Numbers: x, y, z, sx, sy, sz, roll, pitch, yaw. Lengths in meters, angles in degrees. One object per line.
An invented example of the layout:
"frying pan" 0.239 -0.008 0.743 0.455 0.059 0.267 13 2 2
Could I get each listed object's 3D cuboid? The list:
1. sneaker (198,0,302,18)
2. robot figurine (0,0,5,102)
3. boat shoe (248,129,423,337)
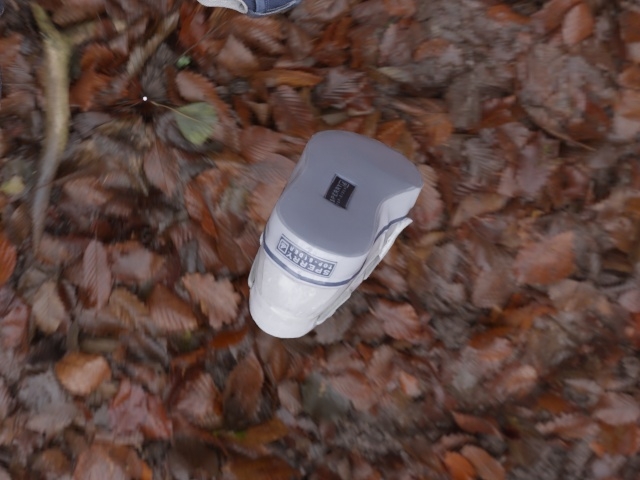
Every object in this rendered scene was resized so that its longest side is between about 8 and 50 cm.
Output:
"sneaker" -0.048 -0.258 0.754 0.163 0.086 0.226 -20 92 -5
"robot figurine" -0.331 -0.103 0.808 0.209 0.278 0.173 0 82 -33
"boat shoe" 0.007 0.005 1.175 0.136 0.367 0.156 27 114 0
